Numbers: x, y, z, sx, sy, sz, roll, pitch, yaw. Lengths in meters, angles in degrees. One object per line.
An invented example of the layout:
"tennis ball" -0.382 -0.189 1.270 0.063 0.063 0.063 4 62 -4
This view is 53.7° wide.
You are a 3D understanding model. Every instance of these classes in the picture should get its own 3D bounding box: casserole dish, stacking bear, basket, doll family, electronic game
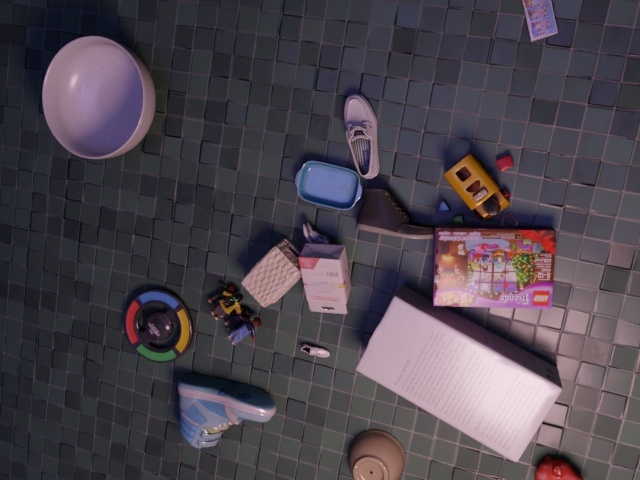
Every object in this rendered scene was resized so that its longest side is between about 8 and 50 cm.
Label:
"casserole dish" 0.025 -0.150 1.712 0.188 0.037 0.114 15 101 13
"stacking bear" 0.612 0.702 1.599 0.164 0.175 0.289 -6 86 10
"basket" -0.126 0.090 1.753 0.113 0.103 0.167 46 106 5
"doll family" -0.243 0.209 1.824 0.111 0.076 0.193 -35 92 13
"electronic game" -0.489 0.259 1.913 0.229 0.048 0.229 2 98 16

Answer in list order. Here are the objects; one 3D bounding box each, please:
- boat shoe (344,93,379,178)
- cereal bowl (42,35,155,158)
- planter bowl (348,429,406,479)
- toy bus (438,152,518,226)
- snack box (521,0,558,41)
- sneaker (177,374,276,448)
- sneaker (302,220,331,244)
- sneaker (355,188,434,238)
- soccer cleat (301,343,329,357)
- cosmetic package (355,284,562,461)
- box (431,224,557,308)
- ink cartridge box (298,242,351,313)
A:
"boat shoe" 0.110 -0.274 1.648 0.083 0.076 0.226 -15 93 17
"cereal bowl" -0.615 -0.403 1.811 0.339 0.141 0.339 2 98 16
"planter bowl" 0.148 0.620 1.742 0.162 0.109 0.162 2 97 16
"toy bus" 0.396 -0.121 1.570 0.202 0.104 0.191 6 99 16
"snack box" 0.518 -0.574 1.516 0.064 0.022 0.178 -13 94 17
"sneaker" -0.279 0.526 1.850 0.319 0.127 0.208 10 98 25
"sneaker" 0.000 0.000 1.737 0.058 0.052 0.135 -30 97 11
"sneaker" 0.206 -0.070 1.645 0.222 0.083 0.118 10 95 12
"soccer cleat" -0.015 0.314 1.786 0.083 0.035 0.029 17 102 14
"cosmetic package" 0.348 0.328 1.615 0.453 0.161 0.230 29 105 11
"box" 0.430 0.065 1.579 0.293 0.057 0.201 1 101 5
"ink cartridge box" 0.017 0.105 1.708 0.115 0.067 0.198 4 129 16
